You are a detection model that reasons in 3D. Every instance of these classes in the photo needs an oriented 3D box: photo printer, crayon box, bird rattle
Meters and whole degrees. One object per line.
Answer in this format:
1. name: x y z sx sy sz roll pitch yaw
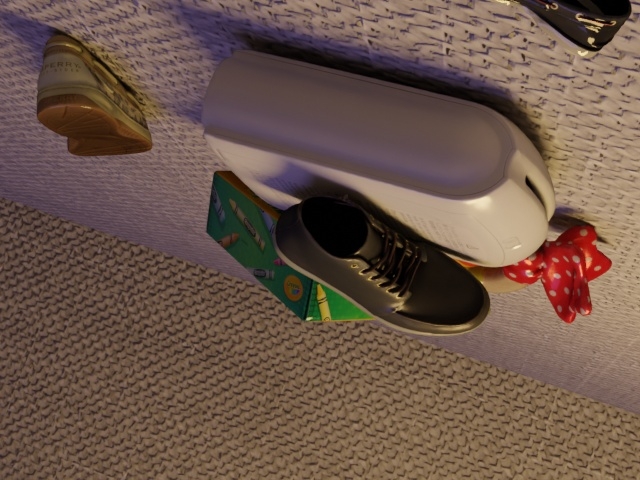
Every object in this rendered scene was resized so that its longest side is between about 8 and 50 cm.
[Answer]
1. photo printer: 0.069 -0.068 1.100 0.307 0.107 0.256 16 170 20
2. crayon box: 0.000 0.000 1.300 0.165 0.081 0.278 0 -160 -29
3. bird rattle: 0.186 0.016 1.300 0.207 0.143 0.253 42 159 -21

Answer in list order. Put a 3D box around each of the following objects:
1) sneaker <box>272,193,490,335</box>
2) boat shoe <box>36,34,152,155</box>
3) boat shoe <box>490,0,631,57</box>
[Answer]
1. sneaker: 0.064 0.028 1.066 0.222 0.083 0.118 22 170 -7
2. boat shoe: -0.263 -0.160 1.378 0.104 0.089 0.285 -6 172 0
3. boat shoe: 0.124 -0.160 0.696 0.133 0.049 0.042 29 141 -8
